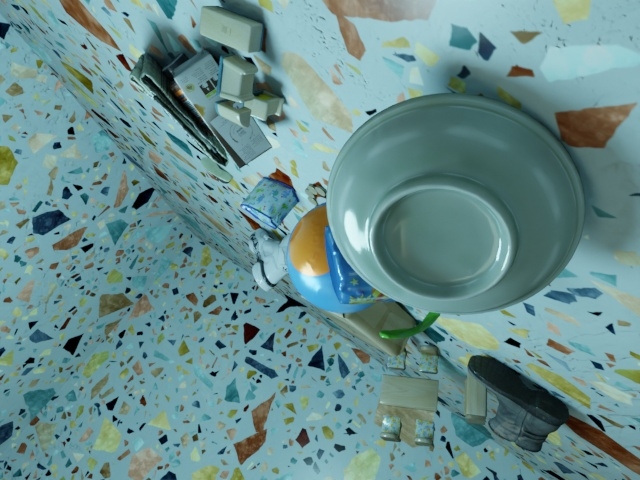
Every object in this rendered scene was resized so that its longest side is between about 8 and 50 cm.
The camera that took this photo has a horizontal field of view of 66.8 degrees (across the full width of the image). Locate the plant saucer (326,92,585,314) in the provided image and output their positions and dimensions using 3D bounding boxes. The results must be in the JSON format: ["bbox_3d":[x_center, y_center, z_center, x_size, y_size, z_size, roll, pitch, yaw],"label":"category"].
[{"bbox_3d":[0.189,-0.017,0.753,0.400,0.100,0.400,10,125,15],"label":"plant saucer"}]

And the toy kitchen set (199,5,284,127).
[{"bbox_3d":[-0.154,-0.361,1.005,0.122,0.166,0.207,29,126,19],"label":"toy kitchen set"}]

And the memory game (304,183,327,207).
[{"bbox_3d":[0.029,-0.098,1.418,0.186,0.012,0.186,35,163,12],"label":"memory game"}]

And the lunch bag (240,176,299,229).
[{"bbox_3d":[-0.167,-0.127,1.558,0.151,0.129,0.096,29,161,27],"label":"lunch bag"}]

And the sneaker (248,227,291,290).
[{"bbox_3d":[-0.181,0.041,2.055,0.137,0.210,0.366,50,-165,-35],"label":"sneaker"}]

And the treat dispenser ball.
[{"bbox_3d":[0.057,0.040,1.234,0.288,0.288,0.288,35,164,12],"label":"treat dispenser ball"}]

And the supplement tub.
[{"bbox_3d":[-0.303,-0.370,1.225,0.198,0.106,0.106,48,161,-31],"label":"supplement tub"}]

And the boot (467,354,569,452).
[{"bbox_3d":[0.594,0.541,1.576,0.338,0.118,0.223,34,131,20],"label":"boot"}]

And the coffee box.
[{"bbox_3d":[-0.229,-0.307,1.138,0.246,0.098,0.141,56,-179,-30],"label":"coffee box"}]

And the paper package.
[{"bbox_3d":[0.140,0.259,1.832,0.325,0.168,0.309,42,165,-33],"label":"paper package"}]

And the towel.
[{"bbox_3d":[-0.383,-0.356,1.327,0.312,0.056,0.324,49,-175,-32],"label":"towel"}]

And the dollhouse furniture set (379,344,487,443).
[{"bbox_3d":[0.421,0.577,1.841,0.394,0.362,0.256,2,152,17],"label":"dollhouse furniture set"}]

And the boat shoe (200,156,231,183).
[{"bbox_3d":[-0.396,-0.261,1.830,0.133,0.049,0.042,36,157,-8],"label":"boat shoe"}]

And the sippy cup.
[{"bbox_3d":[0.129,0.031,1.000,0.240,0.224,0.305,84,173,-56],"label":"sippy cup"}]
